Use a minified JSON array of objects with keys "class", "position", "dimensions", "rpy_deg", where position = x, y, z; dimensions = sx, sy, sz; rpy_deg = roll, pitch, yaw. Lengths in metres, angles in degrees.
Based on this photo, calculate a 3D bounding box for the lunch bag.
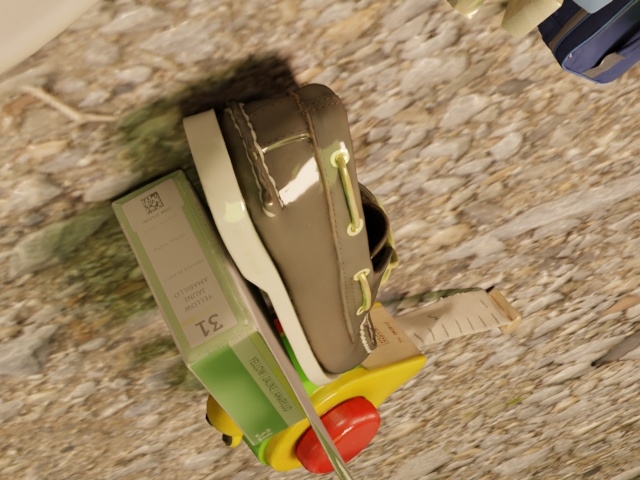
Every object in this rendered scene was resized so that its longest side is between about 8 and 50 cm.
[{"class":"lunch bag","position":[0.177,-0.140,0.916],"dimensions":[0.098,0.065,0.067],"rpy_deg":[-41,151,30]}]

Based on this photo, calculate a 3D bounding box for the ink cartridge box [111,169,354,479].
[{"class":"ink cartridge box","position":[-0.038,0.090,0.954],"dimensions":[0.056,0.235,0.171],"rpy_deg":[-27,155,0]}]

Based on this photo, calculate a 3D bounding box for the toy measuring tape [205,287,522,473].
[{"class":"toy measuring tape","position":[0.028,0.108,1.211],"dimensions":[0.330,0.121,0.121],"rpy_deg":[-12,153,-48]}]

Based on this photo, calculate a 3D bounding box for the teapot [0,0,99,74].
[{"class":"teapot","position":[-0.117,-0.174,0.452],"dimensions":[0.256,0.187,0.252],"rpy_deg":[-48,179,7]}]

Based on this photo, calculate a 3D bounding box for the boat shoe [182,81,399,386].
[{"class":"boat shoe","position":[0.001,0.004,0.976],"dimensions":[0.091,0.109,0.305],"rpy_deg":[-22,151,3]}]

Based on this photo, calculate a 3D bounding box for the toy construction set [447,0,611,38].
[{"class":"toy construction set","position":[0.222,-0.139,0.809],"dimensions":[0.327,0.151,0.215],"rpy_deg":[23,126,-28]}]
